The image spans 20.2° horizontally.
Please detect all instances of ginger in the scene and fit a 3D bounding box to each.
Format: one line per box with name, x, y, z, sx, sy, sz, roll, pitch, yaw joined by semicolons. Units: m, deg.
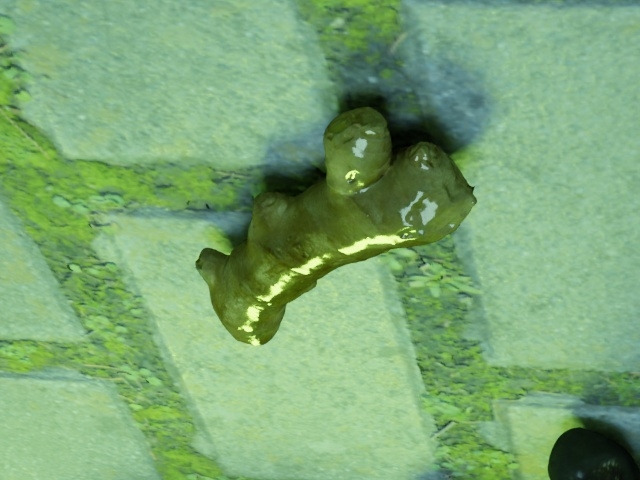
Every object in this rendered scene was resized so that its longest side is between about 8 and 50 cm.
ginger;-0.001;0.003;1.297;0.118;0.065;0.299;36;141;-11

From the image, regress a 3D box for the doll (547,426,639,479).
doll;0.205;0.352;1.604;0.378;0.252;0.382;-8;136;27
